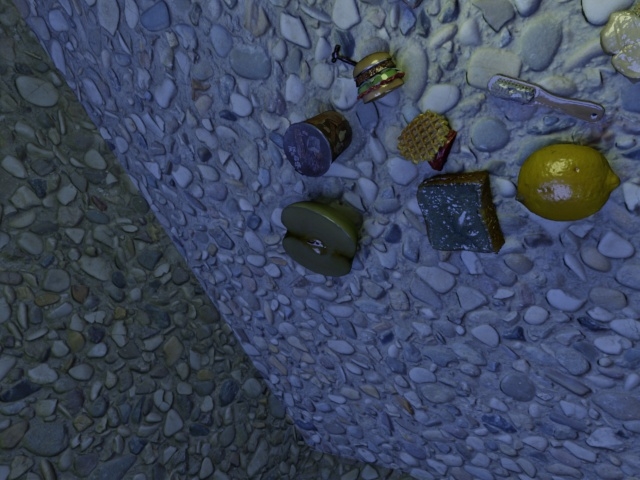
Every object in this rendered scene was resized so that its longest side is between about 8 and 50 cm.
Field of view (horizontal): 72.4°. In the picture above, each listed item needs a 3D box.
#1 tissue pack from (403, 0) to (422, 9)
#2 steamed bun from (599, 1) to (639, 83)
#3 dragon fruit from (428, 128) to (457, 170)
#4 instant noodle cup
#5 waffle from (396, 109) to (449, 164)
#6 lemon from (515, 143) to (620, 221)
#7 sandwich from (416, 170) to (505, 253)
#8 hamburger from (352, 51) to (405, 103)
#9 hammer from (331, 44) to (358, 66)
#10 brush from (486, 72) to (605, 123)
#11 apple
[{"bbox_3d":[0.278,-0.766,1.258,0.108,0.060,0.148,46,137,2],"label":"tissue pack"},{"bbox_3d":[0.781,-0.489,1.049,0.192,0.106,0.177,50,125,14],"label":"steamed bun"},{"bbox_3d":[0.389,-0.313,1.510,0.106,0.083,0.162,32,140,20],"label":"dragon fruit"},{"bbox_3d":[0.000,-0.379,1.667,0.217,0.207,0.217,21,133,24],"label":"instant noodle cup"},{"bbox_3d":[0.343,-0.345,1.475,0.191,0.038,0.191,-9,77,40],"label":"waffle"},{"bbox_3d":[0.707,-0.164,1.261,0.254,0.228,0.228,9,127,26],"label":"lemon"},{"bbox_3d":[0.494,-0.097,1.577,0.271,0.099,0.301,-2,121,39],"label":"sandwich"},{"bbox_3d":[0.181,-0.540,1.437,0.175,0.175,0.136,-21,101,45],"label":"hamburger"},{"bbox_3d":[0.117,-0.622,1.525,0.178,0.021,0.065,30,135,15],"label":"hammer"},{"bbox_3d":[0.637,-0.403,1.257,0.328,0.065,0.070,25,131,20],"label":"brush"},{"bbox_3d":[0.000,0.000,1.909,0.360,0.320,0.311,22,94,16],"label":"apple"}]
